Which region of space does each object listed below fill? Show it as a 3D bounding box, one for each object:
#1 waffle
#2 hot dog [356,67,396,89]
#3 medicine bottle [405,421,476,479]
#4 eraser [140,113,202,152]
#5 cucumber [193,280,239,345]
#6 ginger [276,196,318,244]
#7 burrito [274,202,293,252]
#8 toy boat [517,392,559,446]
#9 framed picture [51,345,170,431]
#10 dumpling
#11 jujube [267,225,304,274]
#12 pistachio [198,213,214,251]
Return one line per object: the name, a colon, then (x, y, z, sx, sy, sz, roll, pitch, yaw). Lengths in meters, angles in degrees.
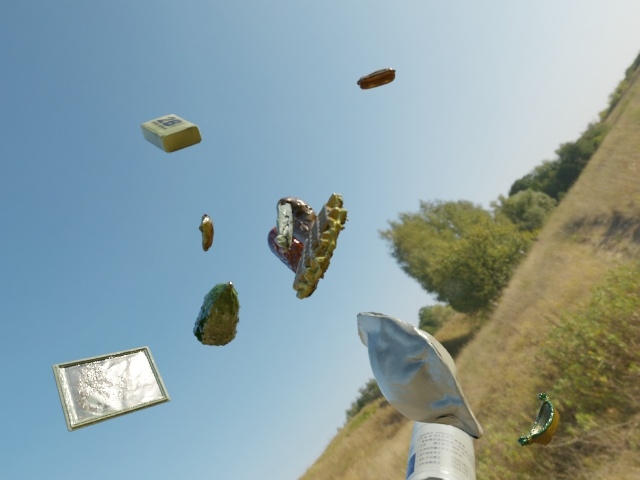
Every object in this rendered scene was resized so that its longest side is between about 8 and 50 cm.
waffle: (-0.001, 0.006, 1.078, 0.300, 0.058, 0.281, -79, 15, -52)
hot dog: (0.169, -0.491, 1.256, 0.037, 0.122, 0.049, -86, -19, -47)
medicine bottle: (0.354, 0.659, 1.216, 0.189, 0.190, 0.332, -63, -11, 19)
eraser: (-0.440, -0.317, 1.218, 0.117, 0.172, 0.058, -29, -49, -29)
cucumber: (-0.289, 0.198, 1.206, 0.134, 0.134, 0.244, -30, -25, -44)
ginger: (-0.081, -0.085, 1.998, 0.165, 0.321, 0.172, -48, -24, 8)
burrito: (-0.149, -0.067, 1.723, 0.309, 0.066, 0.096, -92, -13, -53)
toy boat: (0.783, 0.652, 1.477, 0.229, 0.088, 0.089, -42, -18, -34)
framed picture: (-0.648, 0.444, 1.296, 0.296, 0.232, 0.019, -3, -48, -45)
dumpling: (0.209, 0.284, 0.936, 0.181, 0.341, 0.260, -21, -52, 0)
jujube: (-0.148, 0.060, 2.286, 0.216, 0.342, 0.216, -33, -13, -9)
pistachio: (-0.468, -0.038, 1.725, 0.049, 0.172, 0.089, -13, -25, 10)
